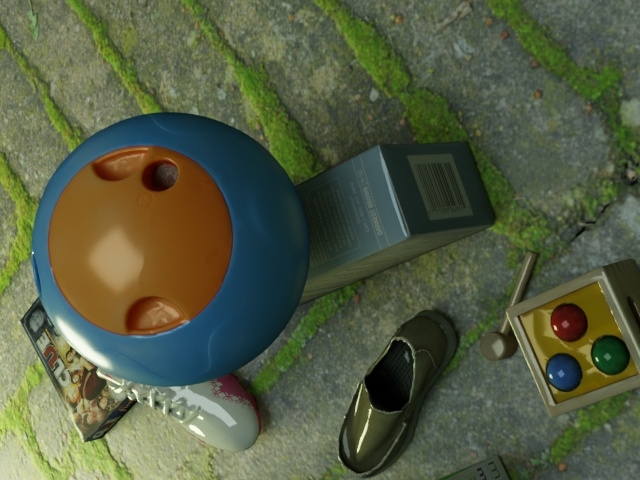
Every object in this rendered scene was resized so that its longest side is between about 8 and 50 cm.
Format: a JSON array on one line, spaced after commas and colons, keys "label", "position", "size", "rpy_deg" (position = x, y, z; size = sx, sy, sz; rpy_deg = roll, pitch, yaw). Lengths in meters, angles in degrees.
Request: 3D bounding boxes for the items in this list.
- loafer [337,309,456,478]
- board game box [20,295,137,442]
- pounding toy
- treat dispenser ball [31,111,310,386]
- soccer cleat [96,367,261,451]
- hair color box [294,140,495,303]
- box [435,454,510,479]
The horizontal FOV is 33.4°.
[{"label": "loafer", "position": [0.076, 0.195, 1.324], "size": [0.094, 0.087, 0.251], "rpy_deg": [37, 117, 29]}, {"label": "board game box", "position": [-0.383, 0.180, 1.720], "size": [0.165, 0.042, 0.243], "rpy_deg": [-46, 68, 33]}, {"label": "pounding toy", "position": [0.251, 0.096, 1.168], "size": [0.206, 0.094, 0.181], "rpy_deg": [-30, 77, 37]}, {"label": "treat dispenser ball", "position": [-0.155, 0.009, 1.120], "size": [0.288, 0.288, 0.288], "rpy_deg": [6, 99, 38]}, {"label": "soccer cleat", "position": [-0.234, 0.207, 1.540], "size": [0.331, 0.143, 0.116], "rpy_deg": [34, 116, 30]}, {"label": "hair color box", "position": [0.000, 0.000, 1.297], "size": [0.375, 0.185, 0.113], "rpy_deg": [-25, 79, 38]}, {"label": "box", "position": [0.083, 0.376, 1.251], "size": [0.262, 0.231, 0.126], "rpy_deg": [-34, 75, 37]}]
